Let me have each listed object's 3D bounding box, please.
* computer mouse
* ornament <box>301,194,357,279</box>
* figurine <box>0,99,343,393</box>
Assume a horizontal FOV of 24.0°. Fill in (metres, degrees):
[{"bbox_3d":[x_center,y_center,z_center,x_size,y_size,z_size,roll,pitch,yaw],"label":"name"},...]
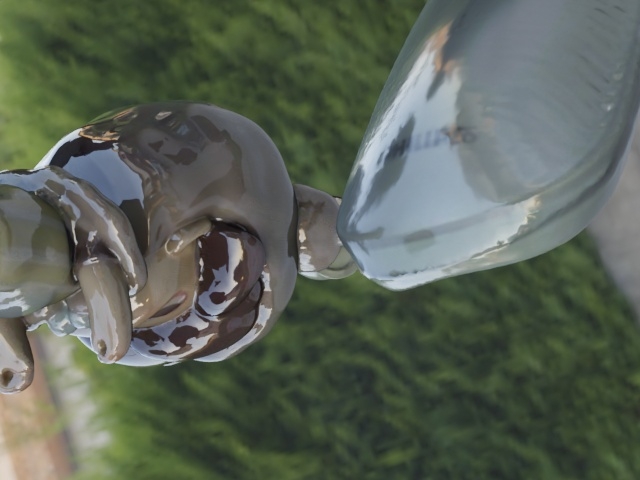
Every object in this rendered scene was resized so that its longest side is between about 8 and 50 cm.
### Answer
[{"bbox_3d":[0.111,-0.105,0.920,0.095,0.197,0.331,50,-137,-32],"label":"computer mouse"},{"bbox_3d":[0.000,0.000,1.359,0.156,0.081,0.075,175,81,-84],"label":"ornament"},{"bbox_3d":[-0.157,-0.003,1.074,0.380,0.248,0.203,-2,-100,-58],"label":"figurine"}]
